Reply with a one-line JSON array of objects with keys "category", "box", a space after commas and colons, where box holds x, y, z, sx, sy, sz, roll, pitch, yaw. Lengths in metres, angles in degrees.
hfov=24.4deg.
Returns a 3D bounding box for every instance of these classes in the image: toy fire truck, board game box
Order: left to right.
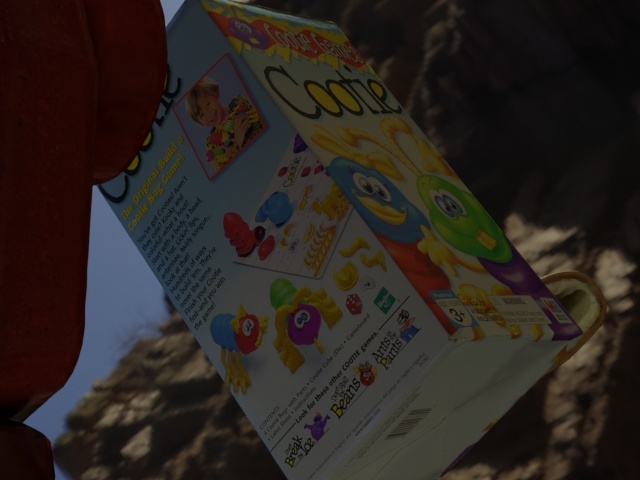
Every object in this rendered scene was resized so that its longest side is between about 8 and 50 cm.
[{"category": "toy fire truck", "box": [-0.169, 0.018, 0.581, 0.169, 0.302, 0.254, 5, -120, -40]}, {"category": "board game box", "box": [0.000, 0.000, 0.894, 0.142, 0.144, 0.275, 1, -134, -51]}]

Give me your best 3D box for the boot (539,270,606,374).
[{"category": "boot", "box": [0.089, 0.116, 1.250, 0.236, 0.269, 0.089, -39, -86, -18]}]
